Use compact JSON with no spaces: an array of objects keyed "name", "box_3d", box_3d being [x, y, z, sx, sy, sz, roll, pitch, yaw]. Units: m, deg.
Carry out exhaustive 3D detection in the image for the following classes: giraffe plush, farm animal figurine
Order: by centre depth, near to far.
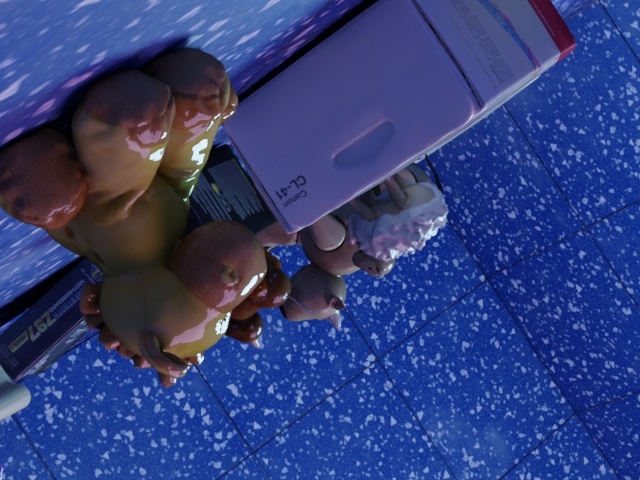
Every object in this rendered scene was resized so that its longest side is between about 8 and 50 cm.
[{"name":"giraffe plush","box_3d":[-0.110,0.001,0.874,0.210,0.170,0.181,-34,180,35]},{"name":"farm animal figurine","box_3d":[0.000,0.000,1.598,0.327,0.172,0.330,-30,-158,12]}]

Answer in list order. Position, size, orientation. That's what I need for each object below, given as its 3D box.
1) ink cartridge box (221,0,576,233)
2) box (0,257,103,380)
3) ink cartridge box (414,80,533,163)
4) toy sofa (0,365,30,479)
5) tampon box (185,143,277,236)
[{"name":"ink cartridge box","box_3d":[0.082,-0.146,1.277,0.226,0.131,0.306,-33,179,29]},{"name":"box","box_3d":[-0.316,0.091,1.725,0.183,0.059,0.233,-43,-179,-5]},{"name":"ink cartridge box","box_3d":[0.208,-0.228,2.219,0.197,0.114,0.273,-34,179,-11]},{"name":"toy sofa","box_3d":[-0.481,0.253,1.444,0.362,0.177,0.150,-34,179,11]},{"name":"tampon box","box_3d":[-0.140,-0.016,1.381,0.120,0.101,0.161,-33,-179,21]}]
